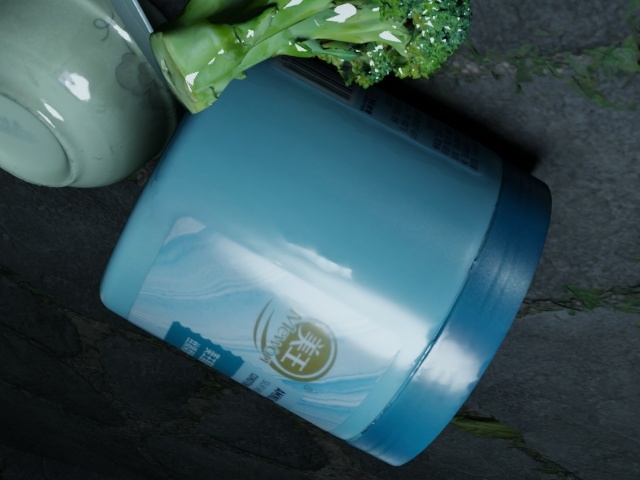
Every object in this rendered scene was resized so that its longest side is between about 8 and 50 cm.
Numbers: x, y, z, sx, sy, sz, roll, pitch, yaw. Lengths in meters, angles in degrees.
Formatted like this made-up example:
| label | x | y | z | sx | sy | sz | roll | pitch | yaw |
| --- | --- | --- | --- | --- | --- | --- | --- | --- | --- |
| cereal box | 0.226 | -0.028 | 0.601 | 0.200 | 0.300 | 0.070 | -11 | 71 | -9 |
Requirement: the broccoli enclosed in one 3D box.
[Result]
| label | x | y | z | sx | sy | sz | roll | pitch | yaw |
| --- | --- | --- | --- | --- | --- | --- | --- | --- | --- |
| broccoli | -0.015 | -0.201 | 0.817 | 0.254 | 0.269 | 0.269 | 43 | 161 | 31 |

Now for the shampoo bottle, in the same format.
| label | x | y | z | sx | sy | sz | roll | pitch | yaw |
| --- | --- | --- | --- | --- | --- | --- | --- | --- | --- |
| shampoo bottle | 0.000 | 0.000 | 1.047 | 0.342 | 0.331 | 0.331 | 30 | 150 | -5 |

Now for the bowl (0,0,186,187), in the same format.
| label | x | y | z | sx | sy | sz | roll | pitch | yaw |
| --- | --- | --- | --- | --- | --- | --- | --- | --- | --- |
| bowl | -0.306 | -0.172 | 1.177 | 0.307 | 0.163 | 0.307 | 21 | 149 | 13 |

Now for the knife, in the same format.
| label | x | y | z | sx | sy | sz | roll | pitch | yaw |
| --- | --- | --- | --- | --- | --- | --- | --- | --- | --- |
| knife | -0.204 | -0.260 | 1.010 | 0.080 | 0.044 | 0.331 | 25 | 148 | 46 |
